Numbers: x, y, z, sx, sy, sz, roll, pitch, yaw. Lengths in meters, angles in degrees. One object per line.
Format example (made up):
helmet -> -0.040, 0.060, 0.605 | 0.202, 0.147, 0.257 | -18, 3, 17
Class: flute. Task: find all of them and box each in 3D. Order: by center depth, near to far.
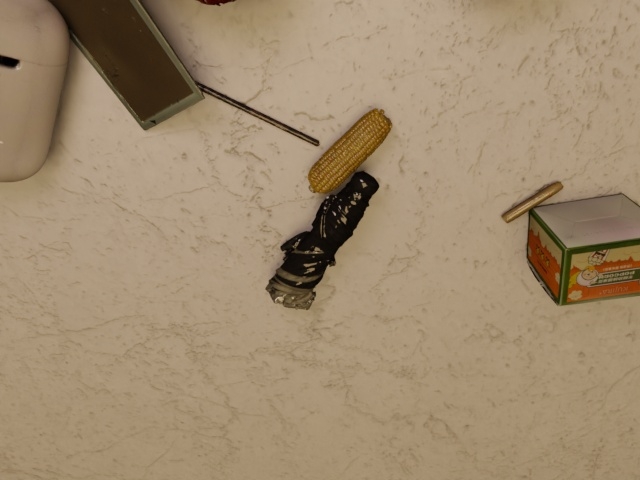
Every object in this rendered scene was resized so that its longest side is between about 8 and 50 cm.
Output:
flute -> -0.123, -0.240, 0.859 | 0.270, 0.014, 0.014 | 23, 118, -13

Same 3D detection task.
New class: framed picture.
framed picture -> -0.329, -0.325, 0.752 | 0.217, 0.016, 0.273 | -7, 127, 41

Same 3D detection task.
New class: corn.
corn -> 0.053, -0.167, 0.871 | 0.068, 0.068, 0.207 | 39, 111, -20

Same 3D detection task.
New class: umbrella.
umbrella -> 0.005, 0.000, 0.949 | 0.113, 0.106, 0.357 | 22, 121, -22

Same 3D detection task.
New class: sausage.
sausage -> 0.441, -0.080, 0.945 | 0.132, 0.024, 0.024 | -36, 114, 20

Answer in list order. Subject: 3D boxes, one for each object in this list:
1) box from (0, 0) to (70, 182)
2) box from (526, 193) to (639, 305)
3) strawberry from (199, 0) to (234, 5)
box -> -0.586, -0.258, 0.732 | 0.289, 0.141, 0.349 | 6, 126, -39
box -> 0.547, 0.018, 0.913 | 0.195, 0.177, 0.148 | -8, 121, 5
strawberry -> -0.195, -0.453, 0.632 | 0.274, 0.220, 0.273 | 2, 87, -27
